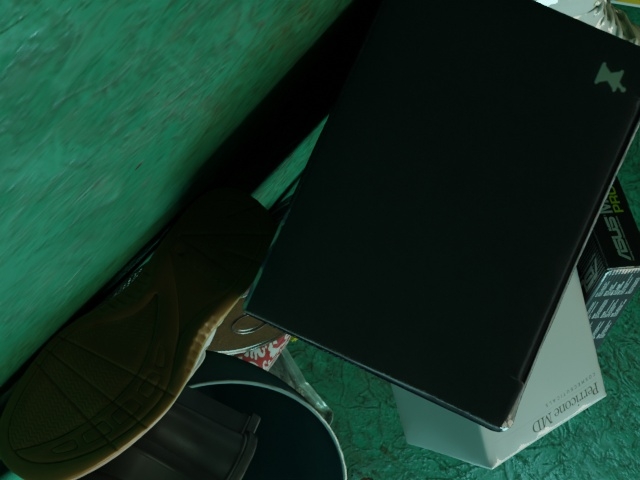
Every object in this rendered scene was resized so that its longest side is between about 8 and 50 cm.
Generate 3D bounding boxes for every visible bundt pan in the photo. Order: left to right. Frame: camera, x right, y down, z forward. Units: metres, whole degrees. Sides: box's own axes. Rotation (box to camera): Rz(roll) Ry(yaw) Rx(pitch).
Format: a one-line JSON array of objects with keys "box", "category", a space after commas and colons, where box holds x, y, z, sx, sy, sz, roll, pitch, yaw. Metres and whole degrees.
[{"box": [-0.194, 0.242, 1.298, 0.331, 0.124, 0.331, -52, -172, 10], "category": "bundt pan"}]

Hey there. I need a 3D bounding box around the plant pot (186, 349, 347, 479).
[{"box": [-0.143, 0.222, 1.593, 0.290, 0.290, 0.195, -48, -148, 4], "category": "plant pot"}]

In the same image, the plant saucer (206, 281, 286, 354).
[{"box": [-0.076, 0.076, 1.674, 0.168, 0.029, 0.168, -19, 152, -10], "category": "plant saucer"}]

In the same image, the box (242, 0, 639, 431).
[{"box": [0.101, -0.026, 1.310, 0.395, 0.212, 0.293, 73, 41, -86], "category": "box"}]

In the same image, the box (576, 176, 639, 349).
[{"box": [0.285, 0.018, 1.887, 0.060, 0.216, 0.270, -4, 147, -17], "category": "box"}]

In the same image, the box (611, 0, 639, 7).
[{"box": [0.425, -0.380, 1.944, 0.103, 0.114, 0.203, 87, 19, -48], "category": "box"}]

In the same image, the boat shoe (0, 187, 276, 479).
[{"box": [-0.135, 0.083, 1.213, 0.277, 0.098, 0.096, -47, 176, -23], "category": "boat shoe"}]

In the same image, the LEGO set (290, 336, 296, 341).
[{"box": [-0.042, 0.082, 2.279, 0.087, 0.093, 0.227, -45, 175, -34], "category": "LEGO set"}]

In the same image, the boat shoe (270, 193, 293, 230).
[{"box": [-0.066, 0.034, 1.713, 0.228, 0.080, 0.076, -41, -178, 32], "category": "boat shoe"}]

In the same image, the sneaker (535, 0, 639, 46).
[{"box": [0.293, -0.242, 1.704, 0.292, 0.108, 0.169, 4, 141, -29], "category": "sneaker"}]

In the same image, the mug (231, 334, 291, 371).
[{"box": [-0.130, 0.152, 2.114, 0.150, 0.113, 0.169, -6, -151, 36], "category": "mug"}]

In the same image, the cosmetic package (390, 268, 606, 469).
[{"box": [0.164, 0.040, 1.760, 0.197, 0.365, 0.155, -28, -160, -31], "category": "cosmetic package"}]

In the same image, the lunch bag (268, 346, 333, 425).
[{"box": [-0.149, 0.301, 2.201, 0.235, 0.169, 0.287, -26, -164, 33], "category": "lunch bag"}]
